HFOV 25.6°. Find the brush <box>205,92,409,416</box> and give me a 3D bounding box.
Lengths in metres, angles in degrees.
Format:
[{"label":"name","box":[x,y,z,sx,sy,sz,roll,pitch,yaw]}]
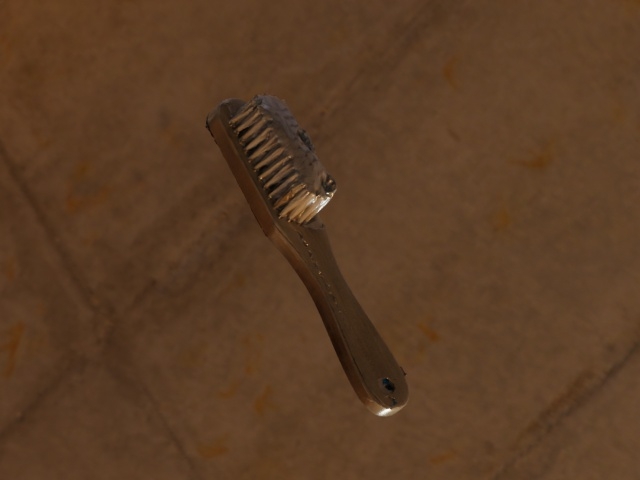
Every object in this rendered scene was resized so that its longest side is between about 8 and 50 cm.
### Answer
[{"label":"brush","box":[0.000,0.000,1.239,0.065,0.070,0.327,-41,-112,37]}]
